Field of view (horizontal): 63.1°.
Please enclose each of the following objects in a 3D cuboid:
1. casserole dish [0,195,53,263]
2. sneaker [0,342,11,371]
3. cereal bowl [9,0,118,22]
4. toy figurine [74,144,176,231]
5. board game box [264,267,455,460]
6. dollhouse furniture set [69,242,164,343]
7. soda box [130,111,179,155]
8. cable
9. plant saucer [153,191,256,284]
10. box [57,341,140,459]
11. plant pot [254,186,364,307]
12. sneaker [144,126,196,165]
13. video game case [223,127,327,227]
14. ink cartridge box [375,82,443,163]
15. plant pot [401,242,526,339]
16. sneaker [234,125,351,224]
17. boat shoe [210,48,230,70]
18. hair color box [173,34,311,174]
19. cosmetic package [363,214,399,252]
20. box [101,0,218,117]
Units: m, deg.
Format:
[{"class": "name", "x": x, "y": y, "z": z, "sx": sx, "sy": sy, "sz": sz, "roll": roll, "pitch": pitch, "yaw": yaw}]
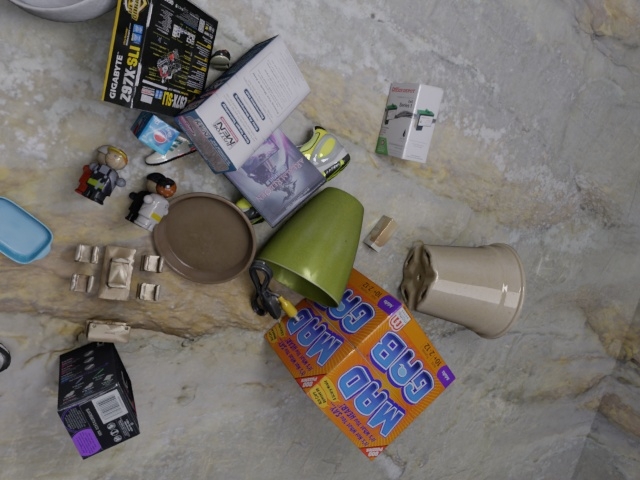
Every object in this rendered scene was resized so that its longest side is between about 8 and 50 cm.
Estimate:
[{"class": "casserole dish", "x": -0.742, "y": -0.027, "z": 1.258, "sx": 0.114, "sy": 0.037, "sz": 0.188, "roll": -47, "pitch": 119, "yaw": -5}, {"class": "sneaker", "x": -0.894, "y": 0.280, "z": 1.245, "sx": 0.271, "sy": 0.108, "sz": 0.100, "roll": 19, "pitch": 96, "yaw": -30}, {"class": "cereal bowl", "x": -0.514, "y": -0.608, "z": 1.081, "sx": 0.338, "sy": 0.141, "sz": 0.339, "roll": 0, "pitch": 87, "yaw": 4}, {"class": "toy figurine", "x": -0.462, "y": -0.132, "z": 1.260, "sx": 0.213, "sy": 0.209, "sz": 0.148, "roll": 33, "pitch": 80, "yaw": -28}, {"class": "board game box", "x": 0.114, "y": 0.356, "z": 1.607, "sx": 0.356, "sy": 0.356, "sz": 0.356, "roll": -41, "pitch": 119, "yaw": -8}, {"class": "dollhouse furniture set", "x": -0.544, "y": 0.138, "z": 1.370, "sx": 0.212, "sy": 0.161, "sz": 0.242, "roll": 10, "pitch": 81, "yaw": -24}, {"class": "soda box", "x": -0.399, "y": -0.261, "z": 1.245, "sx": 0.071, "sy": 0.210, "sz": 0.067, "roll": 33, "pitch": 91, "yaw": -30}, {"class": "cable", "x": -0.158, "y": 0.144, "z": 1.528, "sx": 0.072, "sy": 0.139, "sz": 0.287, "roll": -58, "pitch": 145, "yaw": -37}, {"class": "plant saucer", "x": -0.310, "y": -0.007, "z": 1.411, "sx": 0.277, "sy": 0.041, "sz": 0.278, "roll": 1, "pitch": 117, "yaw": 1}, {"class": "box", "x": -0.571, "y": 0.392, "z": 1.340, "sx": 0.143, "sy": 0.270, "sz": 0.165, "roll": -21, "pitch": 114, "yaw": -18}, {"class": "plant pot", "x": 0.000, "y": 0.000, "z": 1.516, "sx": 0.274, "sy": 0.274, "sz": 0.294, "roll": 38, "pitch": 73, "yaw": -30}, {"class": "sneaker", "x": -0.386, "y": -0.249, "z": 1.354, "sx": 0.161, "sy": 0.057, "sz": 0.075, "roll": -25, "pitch": 99, "yaw": -15}, {"class": "video game case", "x": -0.145, "y": -0.196, "z": 1.401, "sx": 0.196, "sy": 0.026, "sz": 0.274, "roll": -42, "pitch": 80, "yaw": -7}, {"class": "ink cartridge box", "x": 0.263, "y": -0.355, "z": 1.562, "sx": 0.092, "sy": 0.160, "sz": 0.220, "roll": 6, "pitch": 103, "yaw": -27}, {"class": "plant pot", "x": 0.452, "y": 0.148, "z": 1.750, "sx": 0.305, "sy": 0.334, "sz": 0.334, "roll": 10, "pitch": 102, "yaw": -17}, {"class": "sneaker", "x": -0.106, "y": -0.176, "z": 1.481, "sx": 0.384, "sy": 0.145, "sz": 0.147, "roll": -34, "pitch": 86, "yaw": -9}, {"class": "boat shoe", "x": -0.249, "y": -0.457, "z": 1.303, "sx": 0.048, "sy": 0.133, "sz": 0.042, "roll": 2, "pitch": 98, "yaw": -7}, {"class": "hair color box", "x": -0.184, "y": -0.342, "z": 1.303, "sx": 0.347, "sy": 0.105, "sz": 0.174, "roll": -54, "pitch": 125, "yaw": -32}, {"class": "cosmetic package", "x": 0.198, "y": -0.022, "z": 1.696, "sx": 0.041, "sy": 0.060, "sz": 0.115, "roll": 40, "pitch": 86, "yaw": -30}, {"class": "box", "x": -0.346, "y": -0.414, "z": 1.172, "sx": 0.079, "sy": 0.322, "sz": 0.257, "roll": 18, "pitch": 102, "yaw": 8}]
